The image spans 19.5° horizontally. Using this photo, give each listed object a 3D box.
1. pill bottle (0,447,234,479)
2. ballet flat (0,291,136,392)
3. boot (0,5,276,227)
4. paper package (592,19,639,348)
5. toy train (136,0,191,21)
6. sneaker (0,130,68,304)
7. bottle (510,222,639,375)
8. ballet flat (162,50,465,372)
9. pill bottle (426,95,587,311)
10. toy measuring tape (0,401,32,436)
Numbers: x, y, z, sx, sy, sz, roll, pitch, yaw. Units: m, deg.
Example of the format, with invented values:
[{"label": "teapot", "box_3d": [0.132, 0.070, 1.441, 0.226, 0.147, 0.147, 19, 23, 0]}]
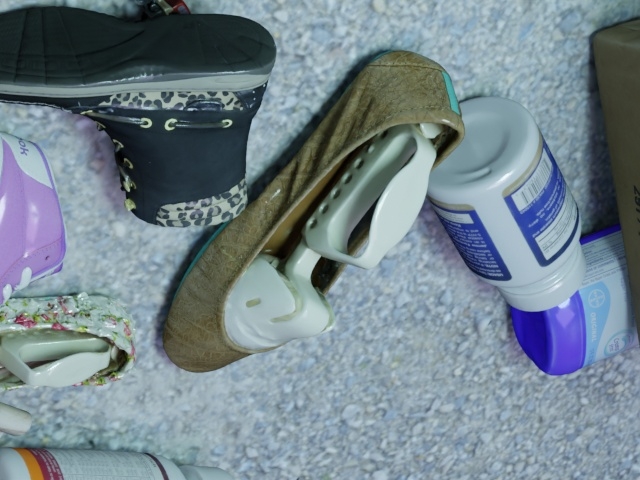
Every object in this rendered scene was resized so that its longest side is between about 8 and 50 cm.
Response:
[{"label": "pill bottle", "box_3d": [-0.185, 0.241, 1.601, 0.221, 0.121, 0.121, 7, 119, -34]}, {"label": "ballet flat", "box_3d": [-0.254, 0.089, 1.479, 0.241, 0.077, 0.091, -9, 126, -24]}, {"label": "boot", "box_3d": [-0.156, -0.084, 1.397, 0.236, 0.085, 0.178, -1, 139, -8]}, {"label": "paper package", "box_3d": [0.376, -0.031, 1.544, 0.168, 0.309, 0.325, -16, 105, -13]}, {"label": "toy train", "box_3d": [-0.113, -0.165, 1.406, 0.036, 0.027, 0.158, -34, 134, -9]}, {"label": "sneaker", "box_3d": [-0.268, 0.054, 1.394, 0.161, 0.102, 0.282, 8, 101, -41]}, {"label": "bottle", "box_3d": [0.318, 0.031, 1.758, 0.283, 0.092, 0.118, -20, 129, -17]}, {"label": "ballet flat", "box_3d": [0.000, 0.000, 1.529, 0.342, 0.124, 0.116, -48, 132, 10]}, {"label": "pill bottle", "box_3d": [0.163, -0.025, 1.614, 0.112, 0.112, 0.186, -35, 133, -3]}, {"label": "toy measuring tape", "box_3d": [-0.336, 0.273, 1.515, 0.121, 0.121, 0.330, 27, 117, -40]}]
